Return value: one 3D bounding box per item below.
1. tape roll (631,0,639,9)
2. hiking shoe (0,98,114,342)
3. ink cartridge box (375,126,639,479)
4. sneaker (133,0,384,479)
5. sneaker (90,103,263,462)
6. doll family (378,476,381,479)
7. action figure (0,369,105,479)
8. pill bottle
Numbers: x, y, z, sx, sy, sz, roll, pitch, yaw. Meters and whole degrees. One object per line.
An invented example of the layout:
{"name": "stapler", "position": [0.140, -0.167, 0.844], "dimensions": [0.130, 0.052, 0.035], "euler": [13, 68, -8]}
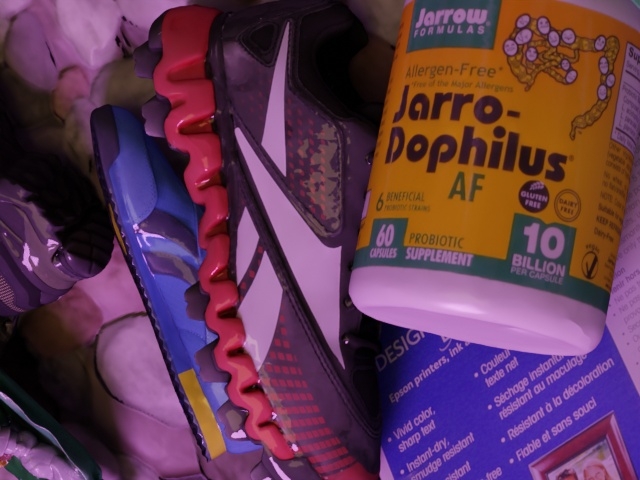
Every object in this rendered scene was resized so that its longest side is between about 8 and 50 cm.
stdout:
{"name": "tape roll", "position": [0.234, -0.198, 0.569], "dimensions": [0.321, 0.077, 0.321], "euler": [9, 110, 25]}
{"name": "hiking shoe", "position": [-0.227, -0.044, 0.907], "dimensions": [0.114, 0.086, 0.227], "euler": [-38, 93, 24]}
{"name": "ink cartridge box", "position": [0.154, 0.053, 0.763], "dimensions": [0.304, 0.072, 0.307], "euler": [-41, 50, 27]}
{"name": "sneaker", "position": [0.000, 0.000, 0.805], "dimensions": [0.135, 0.098, 0.276], "euler": [-15, 81, 15]}
{"name": "sneaker", "position": [-0.064, 0.016, 0.890], "dimensions": [0.082, 0.069, 0.209], "euler": [-22, 91, -8]}
{"name": "doll family", "position": [0.038, 0.180, 0.902], "dimensions": [0.193, 0.076, 0.111], "euler": [16, 118, 19]}
{"name": "action figure", "position": [-0.204, 0.097, 0.945], "dimensions": [0.232, 0.137, 0.063], "euler": [42, 74, -6]}
{"name": "pill bottle", "position": [0.088, -0.060, 0.734], "dimensions": [0.118, 0.117, 0.208], "euler": [9, 81, 17]}
